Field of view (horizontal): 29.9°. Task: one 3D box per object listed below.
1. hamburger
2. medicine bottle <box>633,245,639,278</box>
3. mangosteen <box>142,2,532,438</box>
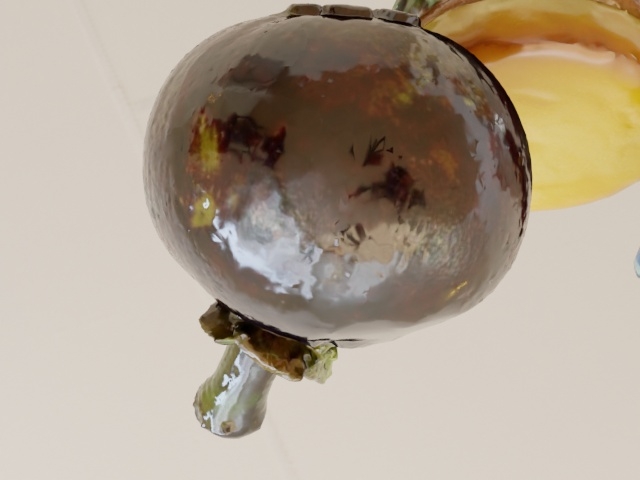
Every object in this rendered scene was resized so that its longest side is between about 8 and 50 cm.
[{"bbox_3d":[0.157,-0.141,0.910,0.246,0.246,0.170,16,-121,-14],"label":"hamburger"},{"bbox_3d":[0.265,-0.053,0.805,0.051,0.191,0.051,9,-148,-6],"label":"medicine bottle"},{"bbox_3d":[0.000,0.000,0.725,0.231,0.231,0.289,9,-72,-16],"label":"mangosteen"}]
